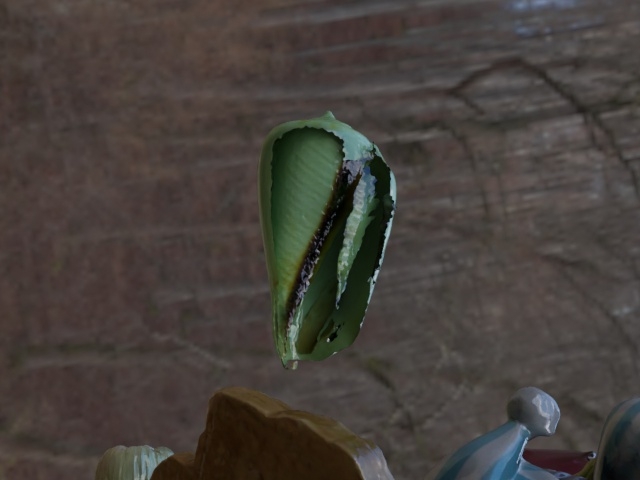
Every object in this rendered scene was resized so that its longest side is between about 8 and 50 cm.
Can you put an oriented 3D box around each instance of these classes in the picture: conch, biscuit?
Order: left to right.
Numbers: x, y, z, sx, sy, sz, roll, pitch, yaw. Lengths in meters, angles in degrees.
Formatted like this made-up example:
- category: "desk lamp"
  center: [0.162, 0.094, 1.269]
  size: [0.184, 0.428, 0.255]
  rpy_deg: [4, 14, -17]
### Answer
- category: "biscuit"
  center: [-0.017, 0.271, 1.244]
  size: [0.376, 0.051, 0.269]
  rpy_deg: [18, -70, 41]
- category: "conch"
  center: [0.010, -0.010, 1.455]
  size: [0.137, 0.143, 0.250]
  rpy_deg: [74, 9, -64]

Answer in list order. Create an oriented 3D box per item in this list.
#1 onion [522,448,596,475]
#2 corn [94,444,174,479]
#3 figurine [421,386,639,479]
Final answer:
- category: "onion"
  center: [0.288, 0.467, 2.029]
  size: [0.348, 0.385, 0.347]
  rpy_deg: [162, -90, -84]
- category: "corn"
  center: [-0.225, 0.407, 1.806]
  size: [0.123, 0.122, 0.305]
  rpy_deg: [154, -67, -82]
- category: "figurine"
  center: [0.223, 0.279, 1.381]
  size: [0.266, 0.378, 0.361]
  rpy_deg: [37, -80, 40]
